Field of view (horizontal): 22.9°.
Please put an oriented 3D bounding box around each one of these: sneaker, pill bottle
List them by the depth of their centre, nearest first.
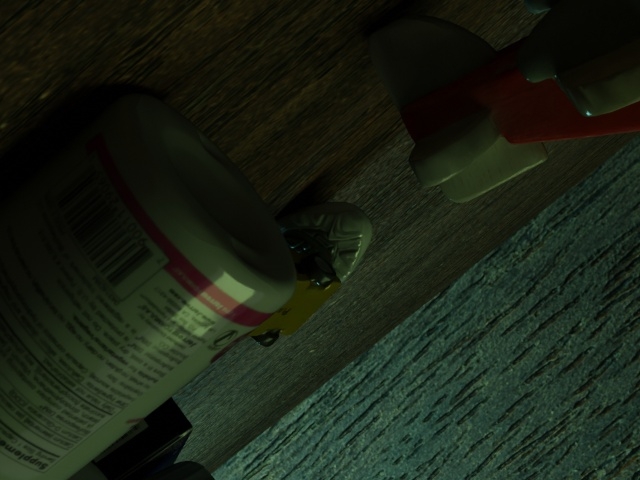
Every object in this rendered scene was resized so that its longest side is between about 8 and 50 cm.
[{"bbox_3d":[-0.168,0.055,0.971,0.283,0.160,0.160,-39,171,14],"label":"pill bottle"},{"bbox_3d":[0.000,0.000,1.630,0.115,0.090,0.232,-40,-178,-31],"label":"sneaker"}]

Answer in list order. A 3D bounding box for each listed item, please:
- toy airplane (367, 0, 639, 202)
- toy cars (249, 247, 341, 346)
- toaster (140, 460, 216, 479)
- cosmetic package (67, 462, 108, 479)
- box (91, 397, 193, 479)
[{"bbox_3d":[0.220,-0.172,1.154,0.384,0.272,0.386,-19,-161,-32],"label":"toy airplane"},{"bbox_3d":[-0.149,0.081,1.439,0.393,0.087,0.176,-28,156,-27],"label":"toy cars"},{"bbox_3d":[-0.184,0.326,1.705,0.227,0.129,0.146,-40,174,18],"label":"toaster"},{"bbox_3d":[-0.372,0.367,1.616,0.385,0.217,0.156,-43,169,27],"label":"cosmetic package"},{"bbox_3d":[-0.241,0.230,1.751,0.153,0.108,0.207,-34,170,-19],"label":"box"}]
